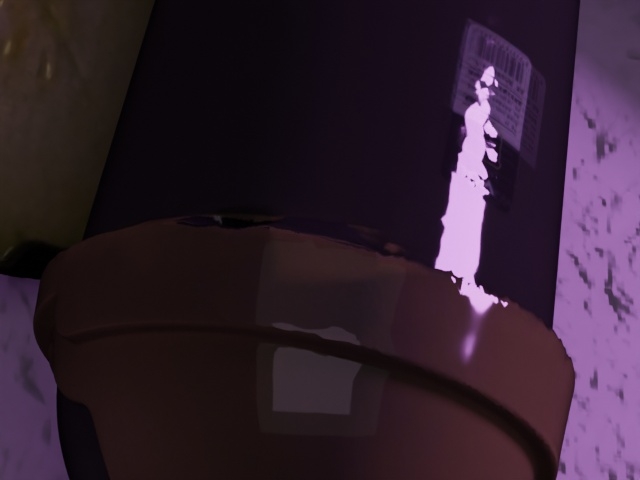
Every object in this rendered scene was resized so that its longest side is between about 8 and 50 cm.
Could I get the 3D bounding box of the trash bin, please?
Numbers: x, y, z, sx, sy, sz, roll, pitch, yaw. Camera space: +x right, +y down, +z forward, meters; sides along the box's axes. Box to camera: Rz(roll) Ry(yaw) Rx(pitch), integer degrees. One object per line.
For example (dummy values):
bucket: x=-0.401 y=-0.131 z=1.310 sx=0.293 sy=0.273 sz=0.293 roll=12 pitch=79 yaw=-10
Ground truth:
trash bin: x=0.000 y=0.000 z=0.778 sx=0.214 sy=0.214 sz=0.333 roll=9 pitch=66 yaw=-3

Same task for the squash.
squash: x=-0.132 y=-0.113 z=0.830 sx=0.155 sy=0.204 sz=0.237 roll=32 pitch=65 yaw=26
